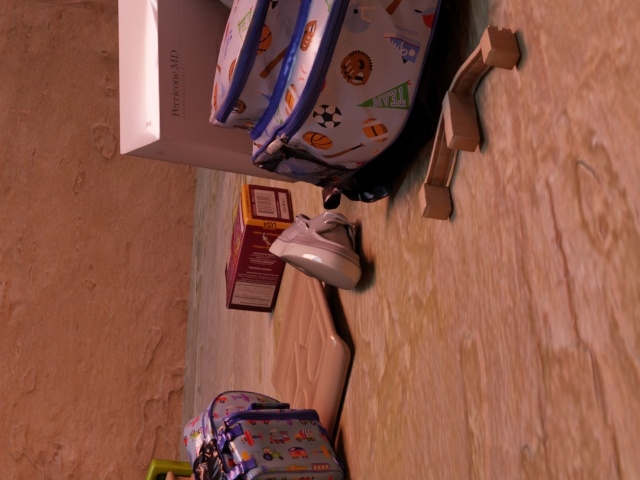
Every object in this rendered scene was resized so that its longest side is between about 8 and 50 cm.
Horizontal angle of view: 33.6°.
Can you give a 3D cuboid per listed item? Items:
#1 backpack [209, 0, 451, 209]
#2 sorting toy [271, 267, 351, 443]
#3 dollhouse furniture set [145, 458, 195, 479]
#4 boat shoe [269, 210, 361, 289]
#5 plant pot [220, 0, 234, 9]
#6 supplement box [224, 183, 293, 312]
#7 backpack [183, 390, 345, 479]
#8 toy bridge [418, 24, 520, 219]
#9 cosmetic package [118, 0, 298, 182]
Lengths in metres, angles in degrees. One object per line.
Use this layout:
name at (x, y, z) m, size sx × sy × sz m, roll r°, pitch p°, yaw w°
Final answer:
backpack at (0.015, -0.193, 1.023) m, size 0.263 × 0.213 × 0.276 m, roll 163°, pitch 116°, yaw -66°
sorting toy at (-0.018, 0.204, 1.349) m, size 0.229 × 0.041 × 0.307 m, roll -115°, pitch 33°, yaw -61°
dollhouse furniture set at (-0.154, 0.425, 1.471) m, size 0.301 × 0.197 × 0.151 m, roll -156°, pitch 74°, yaw -79°
boat shoe at (0.001, 0.000, 1.252) m, size 0.081 × 0.079 × 0.227 m, roll -59°, pitch 18°, yaw -5°
plant pot at (-0.038, -0.362, 1.255) m, size 0.290 × 0.290 × 0.195 m, roll -98°, pitch -3°, yaw -51°
supplement box at (-0.104, 0.015, 1.753) m, size 0.104 × 0.080 × 0.188 m, roll -99°, pitch 20°, yaw -53°
backpack at (-0.070, 0.238, 1.208) m, size 0.117 × 0.158 × 0.173 m, roll -63°, pitch 33°, yaw 29°
toy bridge at (0.116, -0.099, 0.877) m, size 0.188 × 0.026 × 0.063 m, roll 108°, pitch 166°, yaw -45°
cosmetic package at (-0.120, -0.281, 1.381) m, size 0.097 × 0.284 × 0.377 m, roll -13°, pitch 75°, yaw 44°
